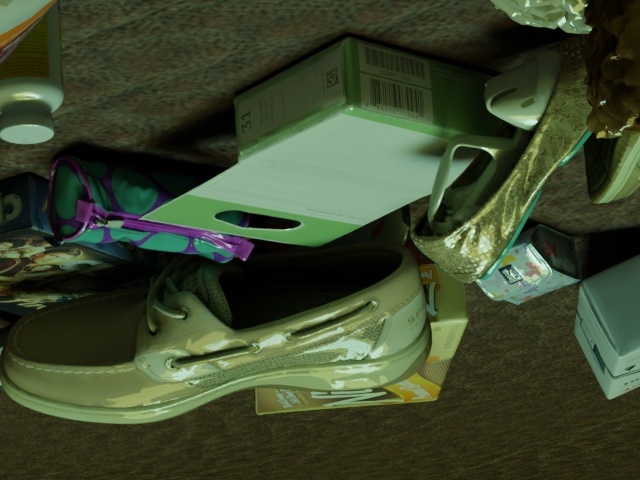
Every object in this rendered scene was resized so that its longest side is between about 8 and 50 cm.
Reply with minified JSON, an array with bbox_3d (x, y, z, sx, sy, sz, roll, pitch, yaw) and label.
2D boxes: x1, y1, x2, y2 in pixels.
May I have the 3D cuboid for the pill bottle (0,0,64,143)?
[{"bbox_3d":[-0.167,-0.099,1.043,0.043,0.083,0.043,-4,163,-1],"label":"pill bottle"}]

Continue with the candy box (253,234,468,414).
[{"bbox_3d":[0.026,0.082,1.686,0.183,0.088,0.316,-4,164,-3],"label":"candy box"}]

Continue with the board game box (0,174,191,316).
[{"bbox_3d":[-0.220,0.013,1.470,0.165,0.042,0.243,-14,161,27],"label":"board game box"}]

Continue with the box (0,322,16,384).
[{"bbox_3d":[-0.229,0.091,1.641,0.186,0.038,0.145,-13,-174,23],"label":"box"}]

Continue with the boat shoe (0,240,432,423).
[{"bbox_3d":[-0.088,0.056,1.430,0.341,0.122,0.110,-8,133,3],"label":"boat shoe"}]

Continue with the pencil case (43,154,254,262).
[{"bbox_3d":[-0.125,-0.020,1.341,0.151,0.070,0.064,7,118,-39],"label":"pencil case"}]

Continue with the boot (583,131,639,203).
[{"bbox_3d":[0.267,-0.085,1.218,0.165,0.077,0.213,-3,158,-9],"label":"boot"}]

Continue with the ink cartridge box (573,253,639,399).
[{"bbox_3d":[0.307,0.064,1.660,0.139,0.082,0.191,-25,162,-1],"label":"ink cartridge box"}]

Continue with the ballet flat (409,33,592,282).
[{"bbox_3d":[0.121,-0.062,1.162,0.067,0.073,0.206,22,114,-18],"label":"ballet flat"}]

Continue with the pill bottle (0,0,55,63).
[{"bbox_3d":[-0.240,-0.112,0.741,0.224,0.224,0.392,5,161,-28],"label":"pill bottle"}]

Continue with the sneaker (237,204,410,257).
[{"bbox_3d":[0.000,0.000,1.459,0.075,0.057,0.161,3,165,-41],"label":"sneaker"}]

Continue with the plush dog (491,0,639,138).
[{"bbox_3d":[0.126,-0.157,0.802,0.262,0.211,0.225,-8,-174,11],"label":"plush dog"}]

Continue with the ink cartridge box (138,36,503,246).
[{"bbox_3d":[0.008,-0.060,1.268,0.171,0.056,0.235,10,159,-39],"label":"ink cartridge box"}]

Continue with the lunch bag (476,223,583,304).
[{"bbox_3d":[0.173,0.021,1.585,0.071,0.053,0.083,-22,153,31],"label":"lunch bag"}]
